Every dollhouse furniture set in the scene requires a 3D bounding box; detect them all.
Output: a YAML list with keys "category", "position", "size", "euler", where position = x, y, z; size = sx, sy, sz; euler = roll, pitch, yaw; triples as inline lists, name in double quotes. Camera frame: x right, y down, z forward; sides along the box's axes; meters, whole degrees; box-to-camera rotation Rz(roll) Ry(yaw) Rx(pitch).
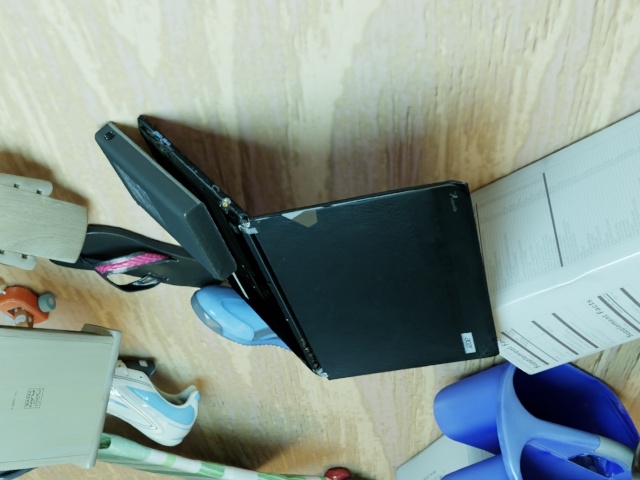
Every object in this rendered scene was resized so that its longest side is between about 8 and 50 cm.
- category: "dollhouse furniture set"
  position: [-0.374, 0.074, 0.839]
  size: [0.303, 0.286, 0.198]
  euler: [9, 176, 28]

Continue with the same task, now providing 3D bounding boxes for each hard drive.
- category: "hard drive"
  position: [-0.128, -0.032, 0.721]
  size: [0.022, 0.135, 0.094]
  euler: [-40, 145, -15]

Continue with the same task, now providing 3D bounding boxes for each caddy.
- category: "caddy"
  position: [0.293, 0.274, 1.068]
  size: [0.341, 0.241, 0.179]
  euler: [29, 140, -36]

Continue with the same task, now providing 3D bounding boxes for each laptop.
- category: "laptop"
  position: [0.000, 0.000, 0.738]
  size: [0.136, 0.264, 0.234]
  euler: [-37, 140, -14]

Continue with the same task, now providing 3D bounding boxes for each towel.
- category: "towel"
  position: [-0.176, 0.306, 1.191]
  size: [0.325, 0.038, 0.248]
  euler: [22, 159, -28]

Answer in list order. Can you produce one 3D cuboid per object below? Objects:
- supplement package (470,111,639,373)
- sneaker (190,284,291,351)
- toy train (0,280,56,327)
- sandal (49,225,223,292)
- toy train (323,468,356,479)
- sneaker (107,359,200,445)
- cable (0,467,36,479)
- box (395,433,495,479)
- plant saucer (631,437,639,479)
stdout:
- category: "supplement package"
  position: [0.250, 0.003, 0.773]
  size: [0.244, 0.139, 0.134]
  euler: [-26, 137, 33]
- category: "sneaker"
  position: [-0.035, 0.073, 0.920]
  size: [0.209, 0.069, 0.082]
  euler: [21, 120, -33]
- category: "toy train"
  position: [-0.375, 0.079, 0.920]
  size: [0.166, 0.046, 0.125]
  euler: [-14, 142, 15]
- category: "sandal"
  position: [-0.178, 0.027, 0.864]
  size: [0.179, 0.040, 0.067]
  euler: [11, 143, -18]
- category: "toy train"
  position: [-0.002, 0.455, 1.427]
  size: [0.248, 0.105, 0.143]
  euler: [-29, 150, 32]
- category: "sneaker"
  position: [-0.254, 0.166, 1.035]
  size: [0.237, 0.086, 0.085]
  euler: [28, 172, -20]
- category: "cable"
  position: [-0.364, 0.182, 0.960]
  size: [0.150, 0.184, 0.047]
  euler: [14, 116, -25]
- category: "box"
  position: [0.316, 0.408, 1.309]
  size: [0.345, 0.168, 0.215]
  euler: [14, 141, -20]
- category: "plant saucer"
  position: [0.428, 0.172, 0.940]
  size: [0.050, 0.310, 0.310]
  euler: [36, 143, 11]
